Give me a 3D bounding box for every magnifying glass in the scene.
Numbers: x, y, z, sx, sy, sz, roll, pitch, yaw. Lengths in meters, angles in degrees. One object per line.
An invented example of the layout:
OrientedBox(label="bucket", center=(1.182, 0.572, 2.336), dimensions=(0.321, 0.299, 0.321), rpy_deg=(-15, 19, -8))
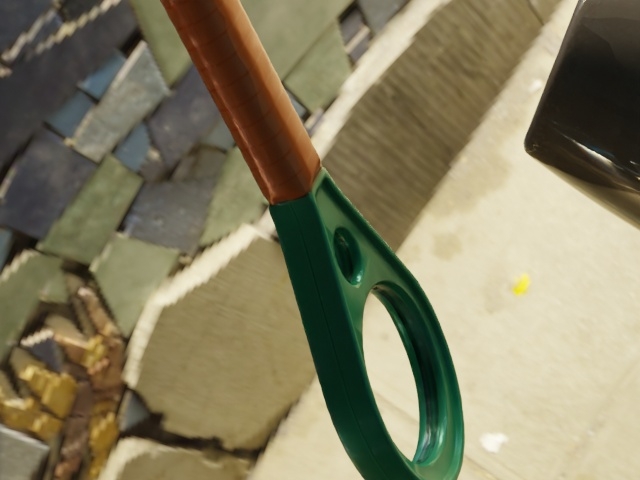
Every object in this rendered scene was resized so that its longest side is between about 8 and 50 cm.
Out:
OrientedBox(label="magnifying glass", center=(0.000, 0.000, 0.575), dimensions=(0.026, 0.231, 0.092), rpy_deg=(-15, 25, 24))

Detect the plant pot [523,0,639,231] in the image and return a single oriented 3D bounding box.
OrientedBox(label="plant pot", center=(0.278, -0.091, 1.112), dimensions=(0.229, 0.263, 0.263), rpy_deg=(21, 84, 5))
